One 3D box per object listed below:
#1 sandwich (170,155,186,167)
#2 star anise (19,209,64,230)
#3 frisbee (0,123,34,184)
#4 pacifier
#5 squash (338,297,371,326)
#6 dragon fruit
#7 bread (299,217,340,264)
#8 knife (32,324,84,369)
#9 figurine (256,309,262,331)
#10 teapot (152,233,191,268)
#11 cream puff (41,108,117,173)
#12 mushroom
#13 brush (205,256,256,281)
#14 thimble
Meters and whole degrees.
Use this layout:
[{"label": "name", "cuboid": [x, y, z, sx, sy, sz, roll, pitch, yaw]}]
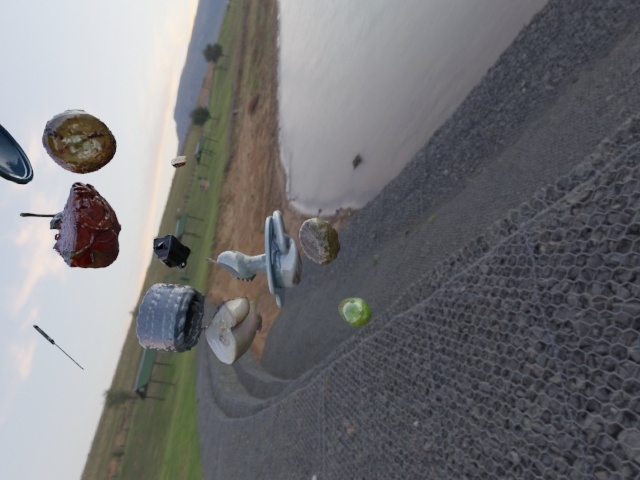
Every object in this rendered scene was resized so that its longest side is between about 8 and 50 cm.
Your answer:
[{"label": "sandwich", "cuboid": [-0.693, -0.382, 2.072, 0.101, 0.069, 0.026, -104, 15, -53]}, {"label": "star anise", "cuboid": [-1.046, -0.086, 1.849, 0.316, 0.359, 0.139, 10, 93, 31]}, {"label": "frisbee", "cuboid": [-0.996, -0.284, 1.274, 0.289, 0.049, 0.289, 57, 176, 5]}, {"label": "pacifier", "cuboid": [-0.154, 0.048, 1.072, 0.279, 0.207, 0.227, 83, 179, -66]}, {"label": "squash", "cuboid": [0.136, 0.303, 1.821, 0.370, 0.118, 0.118, 145, 133, -80]}, {"label": "dragon fruit", "cuboid": [-0.909, -0.054, 1.603, 0.302, 0.240, 0.330, -132, 39, -70]}, {"label": "bread", "cuboid": [0.000, 0.000, 1.979, 0.230, 0.123, 0.230, 34, 139, 36]}, {"label": "knife", "cuboid": [-0.645, 0.262, 1.043, 0.010, 0.170, 0.023, -49, -3, -33]}, {"label": "figurine", "cuboid": [-0.360, 0.409, 2.165, 0.125, 0.138, 0.125, -16, 59, 27]}, {"label": "teapot", "cuboid": [-0.560, 0.054, 1.583, 0.177, 0.087, 0.096, 55, -152, -51]}, {"label": "cream puff", "cuboid": [-0.885, -0.360, 1.557, 0.164, 0.240, 0.240, 11, 91, 58]}, {"label": "mushroom", "cuboid": [-0.264, 0.301, 1.424, 0.173, 0.162, 0.236, 59, 138, 17]}, {"label": "brush", "cuboid": [-0.513, 0.160, 2.411, 0.084, 0.301, 0.071, -53, -18, -72]}, {"label": "thimble", "cuboid": [-0.515, 0.271, 1.484, 0.205, 0.172, 0.236, 86, -171, -58]}]
